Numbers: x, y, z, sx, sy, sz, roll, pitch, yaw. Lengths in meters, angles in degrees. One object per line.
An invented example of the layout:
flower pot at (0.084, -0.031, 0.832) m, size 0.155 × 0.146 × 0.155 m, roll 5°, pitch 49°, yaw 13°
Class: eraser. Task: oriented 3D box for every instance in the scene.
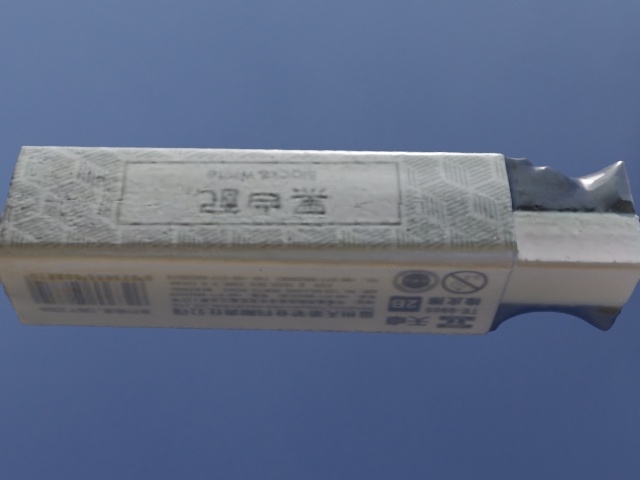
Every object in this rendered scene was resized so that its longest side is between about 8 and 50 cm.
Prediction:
eraser at (0.000, 0.000, 0.666) m, size 0.404 × 0.096 × 0.098 m, roll 1°, pitch -34°, yaw -2°
